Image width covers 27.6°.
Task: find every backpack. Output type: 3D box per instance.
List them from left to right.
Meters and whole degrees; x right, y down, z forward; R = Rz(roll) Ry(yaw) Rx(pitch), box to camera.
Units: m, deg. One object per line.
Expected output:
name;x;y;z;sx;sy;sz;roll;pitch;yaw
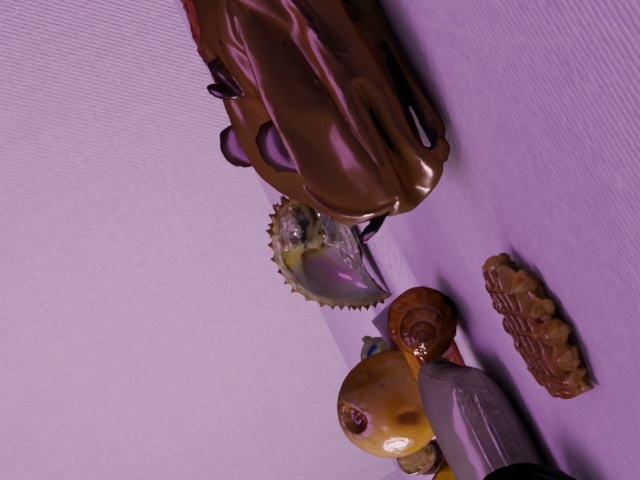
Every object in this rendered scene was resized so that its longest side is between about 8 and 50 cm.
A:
backpack;-0.023;-0.186;1.458;0.378;0.201;0.353;59;171;-10

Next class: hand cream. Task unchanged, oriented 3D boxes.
hand cream;0.150;0.201;2.524;0.216;0.038;0.052;63;-141;-43

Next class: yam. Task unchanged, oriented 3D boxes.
yam;0.219;0.442;2.679;0.081;0.081;0.356;60;-173;13

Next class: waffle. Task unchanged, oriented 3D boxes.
waffle;0.229;0.095;1.389;0.191;0.038;0.191;61;175;9

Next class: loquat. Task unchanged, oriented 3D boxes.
loquat;0.136;0.314;2.473;0.213;0.213;0.213;60;174;10

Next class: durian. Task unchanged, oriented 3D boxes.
durian;0.000;0.000;2.448;0.166;0.172;0.306;5;118;54

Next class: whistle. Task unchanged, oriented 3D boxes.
whistle;0.137;0.255;2.734;0.105;0.085;0.227;53;175;-8

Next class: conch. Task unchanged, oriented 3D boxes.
conch;0.158;0.108;1.913;0.109;0.093;0.330;44;-165;-1

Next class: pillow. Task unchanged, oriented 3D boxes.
pillow;0.249;0.320;1.872;0.322;0.119;0.255;61;174;-3

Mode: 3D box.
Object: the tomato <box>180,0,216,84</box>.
tomato;-0.127;-0.360;1.820;0.338;0.143;0.338;156;90;-83

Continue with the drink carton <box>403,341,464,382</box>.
drink carton;0.204;0.235;2.117;0.223;0.071;0.096;64;172;-25

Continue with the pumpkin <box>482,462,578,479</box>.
pumpkin;0.287;0.424;1.608;0.296;0.295;0.296;60;174;10

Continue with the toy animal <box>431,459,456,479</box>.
toy animal;0.269;0.550;2.572;0.156;0.156;0.230;-161;67;-82
